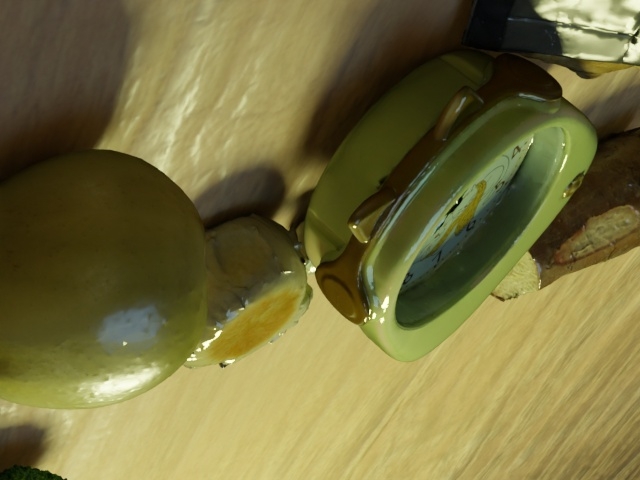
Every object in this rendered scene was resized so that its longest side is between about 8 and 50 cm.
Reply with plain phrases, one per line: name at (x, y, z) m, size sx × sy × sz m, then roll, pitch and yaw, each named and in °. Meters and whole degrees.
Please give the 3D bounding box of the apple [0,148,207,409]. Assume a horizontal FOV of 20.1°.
apple at (-0.173, 0.031, 1.299) m, size 0.200 × 0.200 × 0.200 m, roll -30°, pitch 159°, yaw -13°

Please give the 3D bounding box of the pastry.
pastry at (-0.082, 0.048, 1.615) m, size 0.166 × 0.088 × 0.166 m, roll -29°, pitch 160°, yaw -12°

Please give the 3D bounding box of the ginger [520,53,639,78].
ginger at (0.268, -0.218, 1.550) m, size 0.157 × 0.102 × 0.216 m, roll 25°, pitch 129°, yaw -33°

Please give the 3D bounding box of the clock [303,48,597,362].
clock at (0.106, -0.043, 1.603) m, size 0.286 × 0.117 × 0.348 m, roll -49°, pitch 159°, yaw 1°

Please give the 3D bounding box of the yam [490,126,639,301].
yam at (0.275, -0.028, 1.960) m, size 0.238 × 0.129 × 0.128 m, roll -26°, pitch 123°, yaw -25°

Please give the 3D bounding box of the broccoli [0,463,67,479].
broccoli at (-0.314, 0.347, 1.735) m, size 0.261 × 0.241 × 0.269 m, roll 15°, pitch 91°, yaw -51°

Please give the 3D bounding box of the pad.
pad at (0.215, -0.216, 1.441) m, size 0.174 × 0.022 × 0.233 m, roll 5°, pitch 149°, yaw -3°

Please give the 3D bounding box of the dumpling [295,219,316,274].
dumpling at (0.002, 0.002, 1.690) m, size 0.076 × 0.052 × 0.057 m, roll -10°, pitch 162°, yaw -46°
